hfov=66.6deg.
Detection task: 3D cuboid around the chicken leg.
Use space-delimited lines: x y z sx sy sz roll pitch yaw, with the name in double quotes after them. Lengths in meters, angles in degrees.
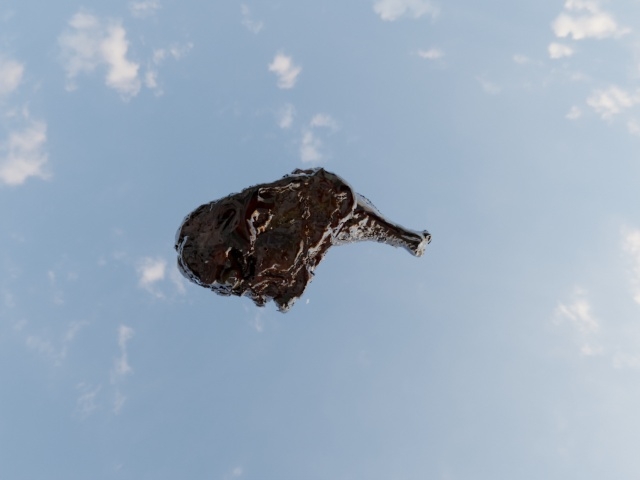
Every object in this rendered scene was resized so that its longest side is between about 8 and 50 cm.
-0.003 -0.006 0.350 0.205 0.053 0.093 -19 -90 -28 "chicken leg"
